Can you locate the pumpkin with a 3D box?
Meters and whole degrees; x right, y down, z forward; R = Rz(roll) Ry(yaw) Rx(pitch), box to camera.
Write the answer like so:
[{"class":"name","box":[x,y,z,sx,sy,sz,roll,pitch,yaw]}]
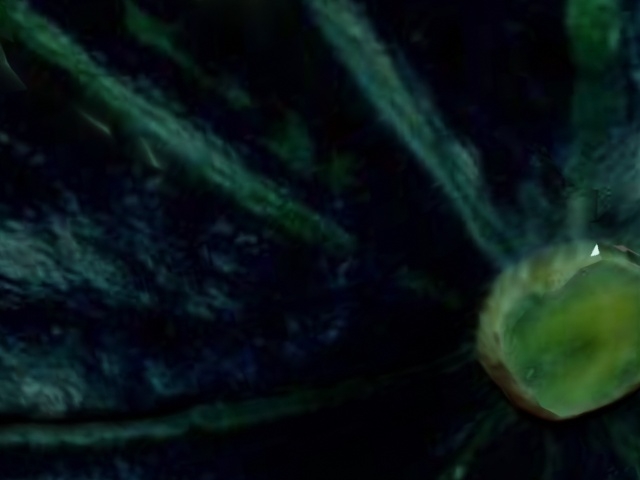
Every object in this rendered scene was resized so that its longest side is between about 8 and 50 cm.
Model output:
[{"class":"pumpkin","box":[0.045,-0.030,0.504,0.266,0.363,0.363,-112,-175,-65]}]
